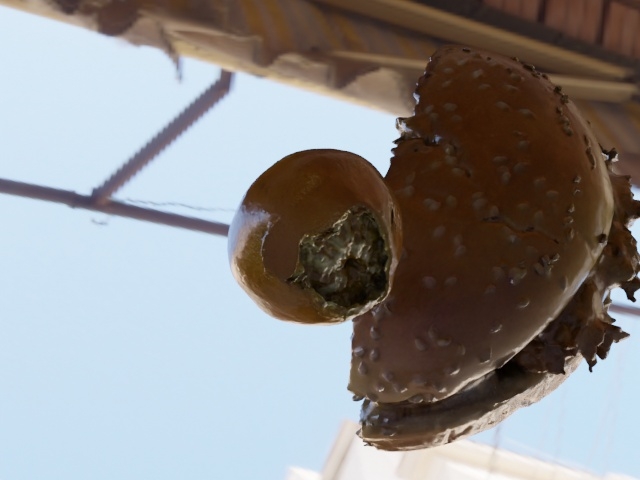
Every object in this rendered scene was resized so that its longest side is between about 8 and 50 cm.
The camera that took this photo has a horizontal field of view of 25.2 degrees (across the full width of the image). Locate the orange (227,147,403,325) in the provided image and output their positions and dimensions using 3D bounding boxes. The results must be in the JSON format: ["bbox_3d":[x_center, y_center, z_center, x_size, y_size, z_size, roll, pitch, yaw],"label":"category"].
[{"bbox_3d":[0.000,0.000,1.193,0.155,0.134,0.154,-35,-32,-27],"label":"orange"}]

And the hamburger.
[{"bbox_3d":[0.197,0.001,1.494,0.268,0.287,0.445,79,-156,-54],"label":"hamburger"}]
